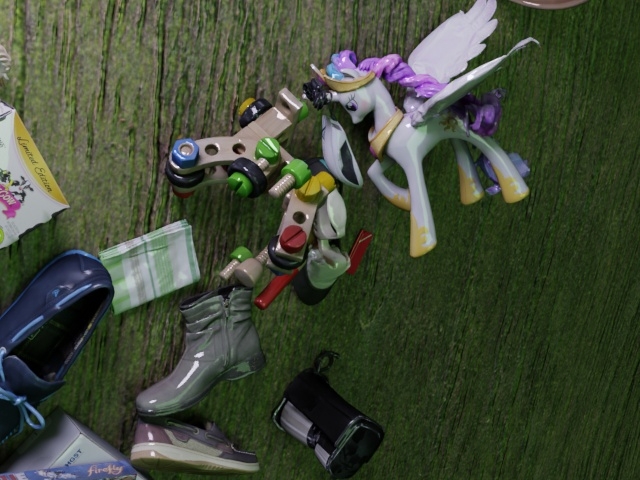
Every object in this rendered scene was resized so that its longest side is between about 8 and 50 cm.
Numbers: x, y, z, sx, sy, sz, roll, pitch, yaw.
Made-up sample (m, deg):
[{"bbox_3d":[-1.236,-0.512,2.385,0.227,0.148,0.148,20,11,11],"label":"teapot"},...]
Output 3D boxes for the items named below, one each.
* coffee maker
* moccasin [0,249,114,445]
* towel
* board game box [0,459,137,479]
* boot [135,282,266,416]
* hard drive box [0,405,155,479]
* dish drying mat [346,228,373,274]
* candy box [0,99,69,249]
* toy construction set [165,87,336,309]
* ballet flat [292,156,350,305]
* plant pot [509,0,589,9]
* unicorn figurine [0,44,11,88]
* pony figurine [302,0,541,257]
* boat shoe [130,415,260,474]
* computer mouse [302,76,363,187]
[{"bbox_3d":[0.021,0.313,1.624,0.120,0.178,0.171,8,105,-41],"label":"coffee maker"},{"bbox_3d":[-0.413,0.168,1.249,0.137,0.117,0.342,32,89,-43],"label":"moccasin"},{"bbox_3d":[-0.258,0.043,1.381,0.152,0.023,0.113,-24,123,-28],"label":"towel"},{"bbox_3d":[-0.398,0.410,1.303,0.243,0.042,0.165,5,107,-39],"label":"board game box"},{"bbox_3d":[-0.206,0.168,1.459,0.246,0.083,0.161,-25,113,-30],"label":"boot"},{"bbox_3d":[-0.379,0.398,1.401,0.181,0.089,0.232,-47,132,-12],"label":"hard drive box"},{"bbox_3d":[0.068,0.022,1.644,0.032,0.008,0.083,21,96,-43],"label":"dish drying mat"},{"bbox_3d":[-0.460,-0.051,1.142,0.233,0.071,0.159,-37,128,-21],"label":"candy box"},{"bbox_3d":[-0.061,-0.077,1.368,0.237,0.257,0.309,-47,146,-30],"label":"toy construction set"},{"bbox_3d":[0.000,0.000,1.519,0.095,0.096,0.281,-20,122,-31],"label":"ballet flat"},{"bbox_3d":[0.391,-0.555,1.503,0.263,0.263,0.229,48,60,-41],"label":"plant pot"},{"bbox_3d":[-0.431,-0.249,1.082,0.111,0.060,0.162,-13,118,-33],"label":"unicorn figurine"},{"bbox_3d":[0.194,-0.202,1.470,0.351,0.303,0.363,-29,113,8],"label":"pony figurine"},{"bbox_3d":[-0.201,0.344,1.517,0.285,0.102,0.092,24,58,-49],"label":"boat shoe"},{"bbox_3d":[0.017,-0.156,1.399,0.042,0.106,0.193,-25,119,-4],"label":"computer mouse"}]
